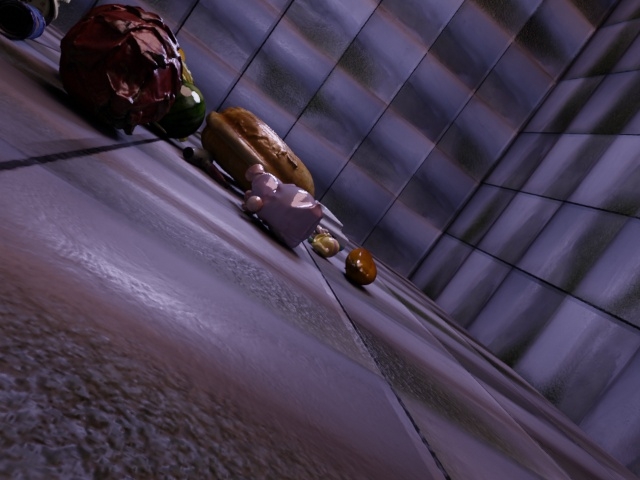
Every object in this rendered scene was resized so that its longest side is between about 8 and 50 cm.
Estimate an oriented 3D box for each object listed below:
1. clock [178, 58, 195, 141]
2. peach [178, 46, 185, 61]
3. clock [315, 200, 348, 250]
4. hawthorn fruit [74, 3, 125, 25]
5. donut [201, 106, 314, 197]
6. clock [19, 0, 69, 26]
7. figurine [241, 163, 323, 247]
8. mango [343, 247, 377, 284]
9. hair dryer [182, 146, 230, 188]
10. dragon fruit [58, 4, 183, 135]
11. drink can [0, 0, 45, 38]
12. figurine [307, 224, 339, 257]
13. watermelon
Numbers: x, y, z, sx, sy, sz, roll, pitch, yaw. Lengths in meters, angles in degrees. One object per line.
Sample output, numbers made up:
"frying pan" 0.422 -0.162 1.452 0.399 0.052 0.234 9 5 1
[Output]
"clock" -0.529 -0.518 1.646 0.277 0.071 0.294 62 27 -49
"peach" -0.668 -0.645 1.816 0.307 0.289 0.289 -3 9 -4
"clock" -0.019 -0.093 1.933 0.262 0.116 0.231 31 8 -40
"hawthorn fruit" -0.498 -0.464 1.227 0.275 0.275 0.300 35 14 -16
"donut" -0.198 -0.253 1.541 0.449 0.198 0.449 45 3 -3
"clock" -0.931 -0.799 1.357 0.120 0.276 0.379 38 1 36
"figurine" -0.103 -0.089 1.167 0.276 0.133 0.200 39 9 40
"mango" 0.113 0.085 1.367 0.105 0.084 0.159 51 23 -7
"hair dryer" -0.313 -0.207 1.347 0.154 0.054 0.106 41 10 8
"dragon fruit" -0.403 -0.348 0.956 0.244 0.244 0.299 33 30 -38
"drink can" -0.795 -0.583 1.246 0.097 0.097 0.235 33 5 -32
"figurine" 0.000 0.000 1.453 0.083 0.083 0.187 34 12 -30
"watermelon" -0.458 -0.404 1.454 0.188 0.188 0.215 37 45 5
